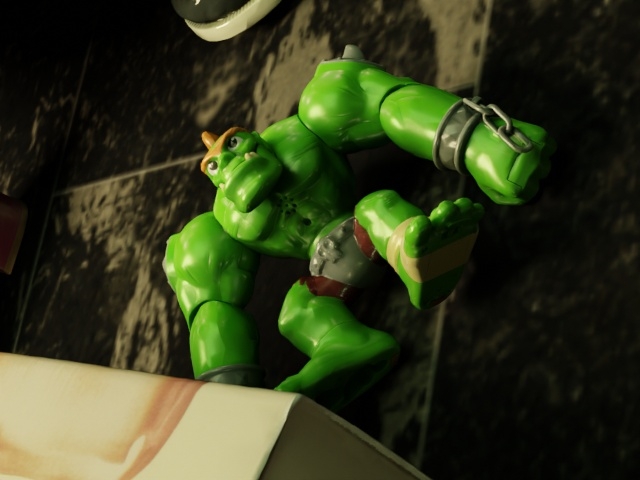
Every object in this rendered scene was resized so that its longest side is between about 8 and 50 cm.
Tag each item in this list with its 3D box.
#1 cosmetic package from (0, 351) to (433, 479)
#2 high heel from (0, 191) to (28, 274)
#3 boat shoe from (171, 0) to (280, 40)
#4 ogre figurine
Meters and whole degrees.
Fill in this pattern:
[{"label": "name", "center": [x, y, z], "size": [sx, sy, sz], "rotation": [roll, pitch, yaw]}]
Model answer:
[{"label": "cosmetic package", "center": [-0.092, 0.130, 0.669], "size": [0.296, 0.153, 0.129], "rotation": [4, 63, 43]}, {"label": "high heel", "center": [-0.251, 0.062, 0.954], "size": [0.082, 0.117, 0.244], "rotation": [3, 71, 49]}, {"label": "boat shoe", "center": [-0.015, -0.278, 0.894], "size": [0.127, 0.113, 0.340], "rotation": [33, 94, 51]}, {"label": "ogre figurine", "center": [0.000, 0.000, 0.738], "size": [0.118, 0.097, 0.197], "rotation": [49, 122, 31]}]
